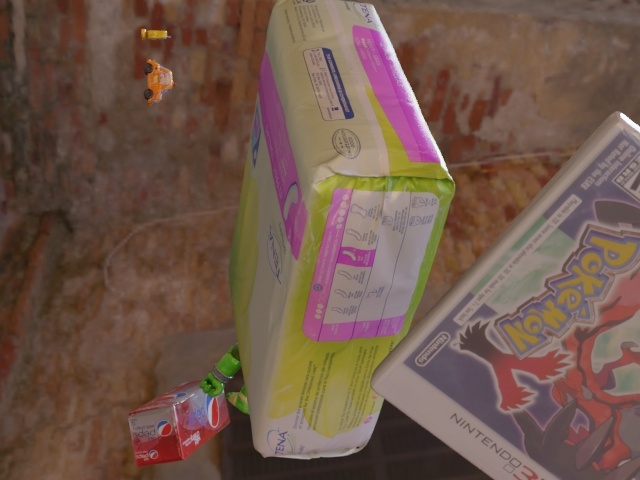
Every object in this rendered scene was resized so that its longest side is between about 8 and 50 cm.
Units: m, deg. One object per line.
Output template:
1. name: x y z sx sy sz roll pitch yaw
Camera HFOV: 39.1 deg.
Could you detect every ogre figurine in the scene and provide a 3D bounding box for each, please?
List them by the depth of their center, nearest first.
1. ogre figurine: -0.067 0.206 1.323 0.097 0.197 0.118 6 107 -62

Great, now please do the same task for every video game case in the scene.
1. video game case: 0.156 0.064 0.472 0.201 0.183 0.023 -51 -176 26

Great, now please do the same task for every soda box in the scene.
1. soda box: -0.235 0.303 1.532 0.263 0.083 0.092 -8 87 -79

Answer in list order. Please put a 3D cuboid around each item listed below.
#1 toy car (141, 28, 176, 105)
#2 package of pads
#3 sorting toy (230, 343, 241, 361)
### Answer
1. toy car: -0.195 -0.207 1.093 0.122 0.040 0.060 126 -38 -73
2. package of pads: 0.000 0.000 0.693 0.229 0.101 0.296 -104 -160 -46
3. sorting toy: -0.075 0.131 1.210 0.102 0.061 0.042 -33 -140 44
